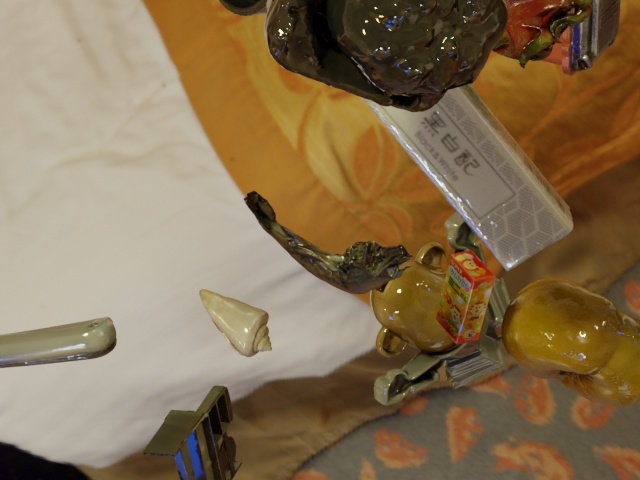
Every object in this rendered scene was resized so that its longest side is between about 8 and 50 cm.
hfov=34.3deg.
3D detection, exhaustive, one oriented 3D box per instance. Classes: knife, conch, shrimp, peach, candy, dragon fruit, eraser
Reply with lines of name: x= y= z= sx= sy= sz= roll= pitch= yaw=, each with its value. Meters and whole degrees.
knife: x=-0.398 y=0.140 z=1.393 sx=0.266 sy=0.040 sz=0.073 roll=-9 pitch=21 yaw=12
conch: x=-0.163 y=0.161 z=1.961 sx=0.176 sy=0.104 sz=0.094 roll=20 pitch=83 yaw=15
shrimp: x=0.000 y=0.000 z=1.240 sx=0.051 sy=0.198 sz=0.262 roll=-60 pitch=14 yaw=-14
peach: x=0.393 y=0.155 z=1.554 sx=0.251 sy=0.251 sz=0.153 roll=24 pitch=89 yaw=33
candy: x=0.201 y=0.081 z=1.452 sx=0.038 sy=0.122 sz=0.062 roll=-12 pitch=41 yaw=-24
dragon fruit: x=0.248 y=-0.285 z=1.281 sx=0.175 sy=0.142 sz=0.138 roll=-24 pitch=54 yaw=25
eraser: x=0.127 y=-0.149 z=1.183 sx=0.096 sy=0.098 sz=0.404 roll=-38 pitch=99 yaw=21

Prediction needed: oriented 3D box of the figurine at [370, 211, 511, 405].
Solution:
figurine: x=0.205 y=0.126 z=1.811 sx=0.167 sy=0.285 sz=0.342 roll=-9 pitch=65 yaw=45

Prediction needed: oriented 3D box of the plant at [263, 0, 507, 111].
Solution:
plant: x=0.041 y=-0.184 z=0.792 sx=0.141 sy=0.164 sz=0.256 roll=-67 pitch=28 yaw=15

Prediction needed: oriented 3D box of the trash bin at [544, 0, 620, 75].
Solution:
trash bin: x=0.323 y=-0.370 z=1.571 sx=0.239 sy=0.184 sz=0.161 roll=16 pitch=39 yaw=29

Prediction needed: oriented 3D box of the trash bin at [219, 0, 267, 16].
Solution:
trash bin: x=-0.023 y=-0.469 z=1.642 sx=0.217 sy=0.263 sz=0.277 roll=46 pitch=134 yaw=34

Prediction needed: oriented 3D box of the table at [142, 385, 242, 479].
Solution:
table: x=-0.186 y=0.321 z=1.538 sx=0.062 sy=0.146 sz=0.175 roll=0 pitch=26 yaw=19
